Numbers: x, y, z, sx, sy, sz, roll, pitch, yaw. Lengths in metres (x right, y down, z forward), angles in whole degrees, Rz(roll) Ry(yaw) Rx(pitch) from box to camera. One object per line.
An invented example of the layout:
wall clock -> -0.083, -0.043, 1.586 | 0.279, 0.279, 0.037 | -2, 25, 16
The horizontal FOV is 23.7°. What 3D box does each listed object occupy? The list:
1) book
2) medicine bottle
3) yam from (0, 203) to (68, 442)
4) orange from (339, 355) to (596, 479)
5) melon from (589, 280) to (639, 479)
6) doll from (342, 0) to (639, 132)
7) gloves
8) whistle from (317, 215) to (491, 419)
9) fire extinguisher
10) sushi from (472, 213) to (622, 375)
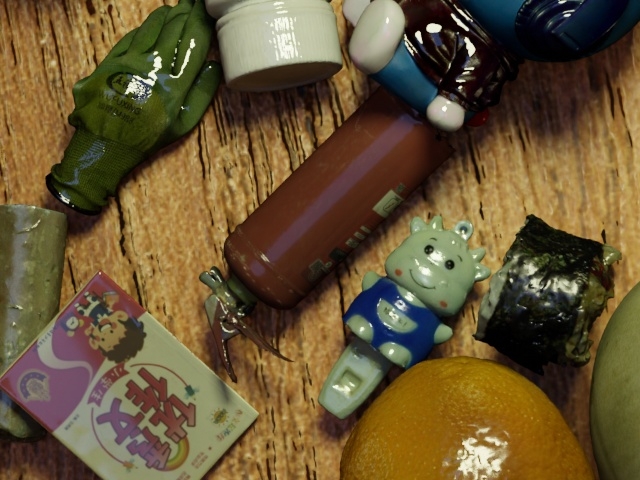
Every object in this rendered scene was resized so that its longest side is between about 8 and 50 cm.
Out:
book -> -0.203, 0.166, 1.606 | 0.232, 0.022, 0.162 | 43, 84, -5
medicine bottle -> -0.058, -0.289, 1.592 | 0.145, 0.144, 0.252 | -9, 82, 11
yam -> -0.326, 0.092, 1.645 | 0.093, 0.093, 0.259 | 4, 88, 11
orange -> 0.140, 0.235, 1.461 | 0.264, 0.264, 0.264 | -1, 86, 11
melon -> 0.383, 0.173, 1.410 | 0.269, 0.268, 0.330 | -4, 101, 11
doll -> 0.190, -0.261, 1.501 | 0.240, 0.284, 0.310 | 33, 113, -32
gloves -> -0.196, -0.148, 1.634 | 0.135, 0.107, 0.268 | 31, 90, -19
whistle -> 0.080, 0.079, 1.564 | 0.110, 0.092, 0.244 | 38, 93, 7
fire extinguisher -> 0.000, 0.000, 1.576 | 0.337, 0.106, 0.147 | -45, 67, 6
sushi -> 0.219, 0.063, 1.479 | 0.115, 0.212, 0.147 | 24, 99, 8
